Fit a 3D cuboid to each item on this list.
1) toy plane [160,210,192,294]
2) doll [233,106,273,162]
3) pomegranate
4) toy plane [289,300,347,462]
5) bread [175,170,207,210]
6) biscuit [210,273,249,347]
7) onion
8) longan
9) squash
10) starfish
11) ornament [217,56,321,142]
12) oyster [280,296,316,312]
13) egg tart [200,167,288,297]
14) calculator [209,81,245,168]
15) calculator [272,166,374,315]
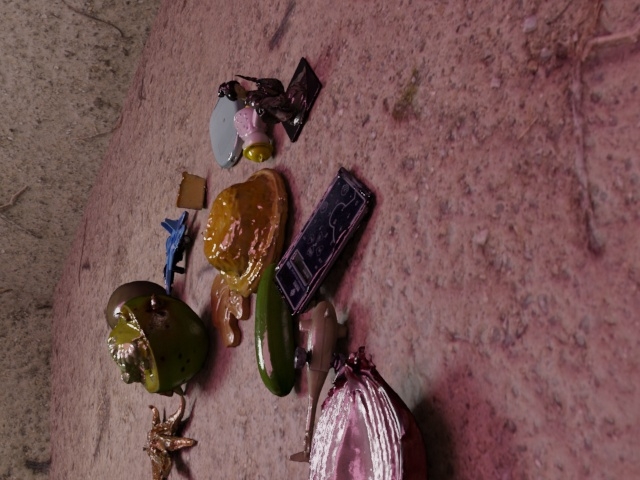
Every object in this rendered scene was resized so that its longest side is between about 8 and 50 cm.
[{"bbox_3d":[-0.431,0.040,2.216,0.169,0.078,0.246,-29,61,56],"label":"toy plane"},{"bbox_3d":[-0.162,-0.261,1.823,0.207,0.081,0.129,-109,33,-42],"label":"doll"},{"bbox_3d":[-0.414,0.285,1.934,0.340,0.260,0.260,88,169,-46],"label":"pomegranate"},{"bbox_3d":[-0.008,0.250,1.329,0.108,0.092,0.286,124,153,-75],"label":"toy plane"},{"bbox_3d":[-0.371,-0.142,2.164,0.080,0.084,0.109,-164,86,-76],"label":"bread"},{"bbox_3d":[-0.230,0.157,1.837,0.144,0.040,0.236,-64,32,13],"label":"biscuit"},{"bbox_3d":[0.082,0.299,1.089,0.227,0.120,0.283,-20,61,51],"label":"onion"},{"bbox_3d":[-0.534,0.211,2.215,0.220,0.197,0.196,-26,57,53],"label":"longan"},{"bbox_3d":[-0.094,0.173,1.516,0.082,0.082,0.292,-41,45,49],"label":"squash"},{"bbox_3d":[-0.416,0.558,1.968,0.293,0.084,0.301,-38,43,53],"label":"starfish"},{"bbox_3d":[-0.127,-0.335,1.665,0.153,0.196,0.166,-63,32,27],"label":"ornament"},{"bbox_3d":[-0.046,0.123,1.467,0.083,0.081,0.038,-75,-20,-52],"label":"oyster"},{"bbox_3d":[-0.183,-0.026,1.718,0.319,0.128,0.319,-34,49,50],"label":"egg tart"},{"bbox_3d":[-0.259,-0.327,2.070,0.184,0.042,0.295,-54,37,38],"label":"calculator"},{"bbox_3d":[-0.001,0.000,1.424,0.274,0.028,0.165,-58,32,13],"label":"calculator"}]
